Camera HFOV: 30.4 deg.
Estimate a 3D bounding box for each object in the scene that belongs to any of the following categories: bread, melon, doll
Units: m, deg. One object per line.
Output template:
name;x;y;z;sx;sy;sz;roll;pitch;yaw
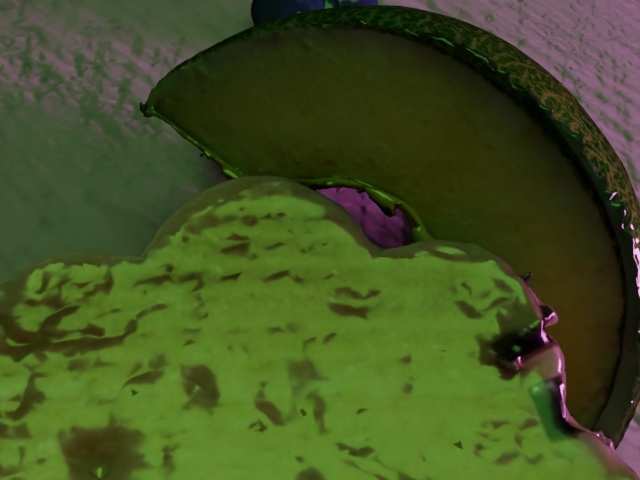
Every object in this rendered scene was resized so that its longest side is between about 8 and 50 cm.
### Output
bread;-0.021;0.122;0.429;0.316;0.054;0.316;2;64;-4
melon;0.072;-0.040;0.570;0.265;0.129;0.169;39;26;3
doll;-0.003;-0.147;0.759;0.083;0.050;0.076;7;40;-5

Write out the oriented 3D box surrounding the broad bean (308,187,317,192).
broad bean;-0.001;0.000;0.607;0.053;0.052;0.256;-12;52;-32
